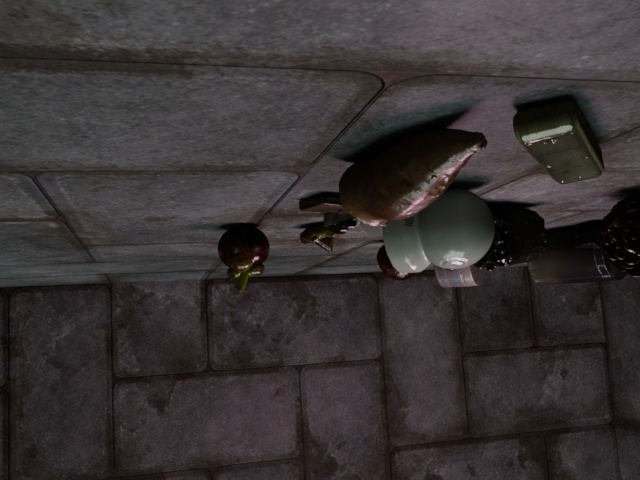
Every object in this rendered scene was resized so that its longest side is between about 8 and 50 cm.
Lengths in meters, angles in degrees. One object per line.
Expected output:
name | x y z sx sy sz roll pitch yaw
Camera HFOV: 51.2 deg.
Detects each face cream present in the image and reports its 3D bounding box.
face cream | 0.546 0.095 2.637 0.152 0.177 0.177 -5 173 32

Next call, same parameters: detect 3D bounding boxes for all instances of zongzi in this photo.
zongzi | 0.000 0.000 2.141 0.083 0.067 0.073 13 -177 12

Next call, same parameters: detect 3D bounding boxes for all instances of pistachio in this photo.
pistachio | -0.003 -0.024 1.958 0.172 0.049 0.089 -13 -170 45

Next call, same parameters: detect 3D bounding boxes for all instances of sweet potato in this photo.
sweet potato | 0.148 -0.105 1.100 0.131 0.131 0.336 0 172 -25

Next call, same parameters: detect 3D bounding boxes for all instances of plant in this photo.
plant | 0.461 -0.009 1.815 0.320 0.182 0.194 -5 174 -28

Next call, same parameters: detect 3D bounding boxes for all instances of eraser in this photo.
eraser | 0.233 -0.039 1.811 0.089 0.061 0.352 -10 177 35

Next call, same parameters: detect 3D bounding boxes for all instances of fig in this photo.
fig | 0.289 0.070 2.399 0.148 0.149 0.202 -40 -169 -5

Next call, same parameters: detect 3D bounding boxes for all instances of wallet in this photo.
wallet | 0.039 -0.082 1.575 0.152 0.039 0.118 4 172 -36

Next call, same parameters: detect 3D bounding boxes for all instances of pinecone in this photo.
pinecone | 0.844 -0.014 1.754 0.272 0.224 0.224 2 171 -45

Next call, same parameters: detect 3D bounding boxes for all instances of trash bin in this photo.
trash bin | 0.906 0.050 2.376 0.252 0.203 0.301 25 158 -35

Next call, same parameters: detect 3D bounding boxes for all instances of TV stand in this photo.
TV stand | 0.083 -0.069 1.700 0.042 0.036 0.249 0 172 -35

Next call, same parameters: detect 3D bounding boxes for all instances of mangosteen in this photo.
mangosteen | -0.210 0.046 1.906 0.145 0.181 0.156 -29 159 25

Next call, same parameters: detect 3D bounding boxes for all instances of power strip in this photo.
power strip | 0.406 -0.155 1.108 0.092 0.066 0.387 -9 168 27

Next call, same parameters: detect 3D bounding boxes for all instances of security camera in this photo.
security camera | 0.280 -0.028 1.541 0.236 0.195 0.194 -11 170 26

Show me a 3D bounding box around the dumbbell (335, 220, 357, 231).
dumbbell | 0.071 -0.046 1.866 0.040 0.036 0.083 -1 172 -19
